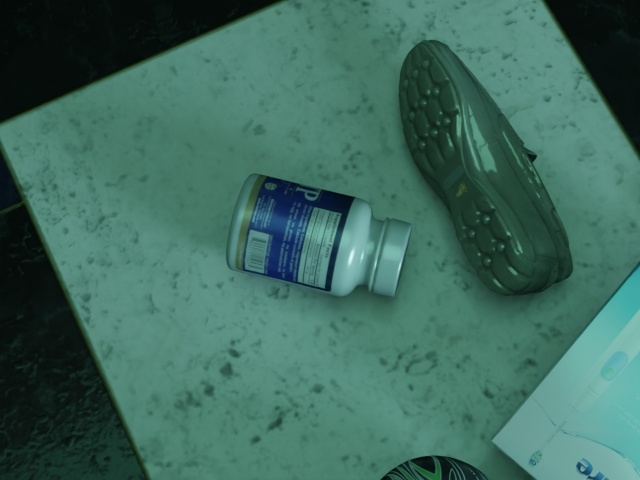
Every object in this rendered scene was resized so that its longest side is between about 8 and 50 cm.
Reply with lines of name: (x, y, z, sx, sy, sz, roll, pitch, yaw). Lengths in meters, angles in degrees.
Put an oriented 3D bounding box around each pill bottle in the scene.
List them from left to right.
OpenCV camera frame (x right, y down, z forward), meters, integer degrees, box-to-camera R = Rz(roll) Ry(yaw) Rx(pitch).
pill bottle: (0.000, 0.000, 1.493, 0.187, 0.112, 0.112, 14, 72, 5)

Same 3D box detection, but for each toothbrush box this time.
toothbrush box: (0.350, 0.160, 1.386, 0.216, 0.126, 0.295, 39, 92, 13)

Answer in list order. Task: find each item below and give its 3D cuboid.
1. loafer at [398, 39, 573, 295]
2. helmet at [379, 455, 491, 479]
loafer: (0.183, -0.084, 1.534, 0.111, 0.112, 0.319, -5, 65, -39)
helmet: (0.121, 0.297, 1.361, 0.169, 0.161, 0.169, 0, 71, 1)
